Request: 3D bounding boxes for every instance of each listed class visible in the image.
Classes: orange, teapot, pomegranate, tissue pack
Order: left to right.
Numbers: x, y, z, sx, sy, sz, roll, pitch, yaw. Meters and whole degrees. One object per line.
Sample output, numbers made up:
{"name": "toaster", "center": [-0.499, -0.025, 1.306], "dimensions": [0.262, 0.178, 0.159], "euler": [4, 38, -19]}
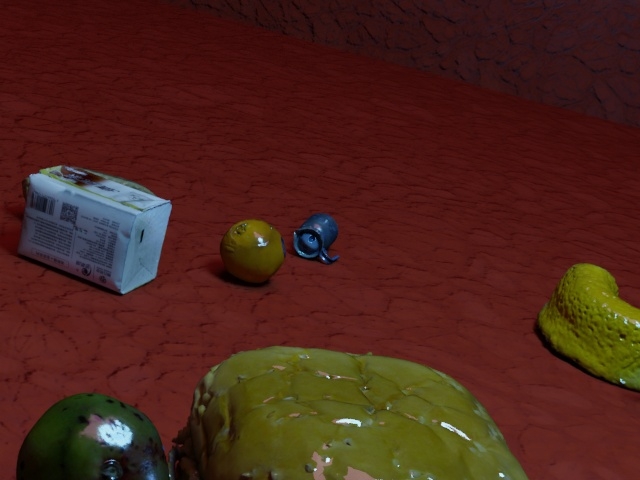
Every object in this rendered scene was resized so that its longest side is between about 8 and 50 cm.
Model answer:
{"name": "tissue pack", "center": [-0.268, -0.016, 1.625], "dimensions": [0.149, 0.106, 0.099], "euler": [20, 19, 18]}
{"name": "pomegranate", "center": [-0.175, 0.182, 1.073], "dimensions": [0.130, 0.130, 0.130], "euler": [12, 18, -4]}
{"name": "orange", "center": [-0.085, 0.013, 1.716], "dimensions": [0.083, 0.083, 0.083], "euler": [12, 18, -4]}
{"name": "teapot", "center": [-0.004, 0.000, 1.880], "dimensions": [0.049, 0.063, 0.083], "euler": [-14, 12, 20]}

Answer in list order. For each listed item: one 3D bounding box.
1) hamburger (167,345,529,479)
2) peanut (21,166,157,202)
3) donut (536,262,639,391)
{"name": "hamburger", "center": [0.021, 0.199, 1.112], "dimensions": [0.319, 0.158, 0.318], "euler": [10, 18, -3]}
{"name": "peanut", "center": [-0.287, -0.046, 1.734], "dimensions": [0.194, 0.083, 0.093], "euler": [14, 2, 17]}
{"name": "donut", "center": [0.397, 0.125, 1.722], "dimensions": [0.259, 0.101, 0.152], "euler": [22, 25, 13]}
